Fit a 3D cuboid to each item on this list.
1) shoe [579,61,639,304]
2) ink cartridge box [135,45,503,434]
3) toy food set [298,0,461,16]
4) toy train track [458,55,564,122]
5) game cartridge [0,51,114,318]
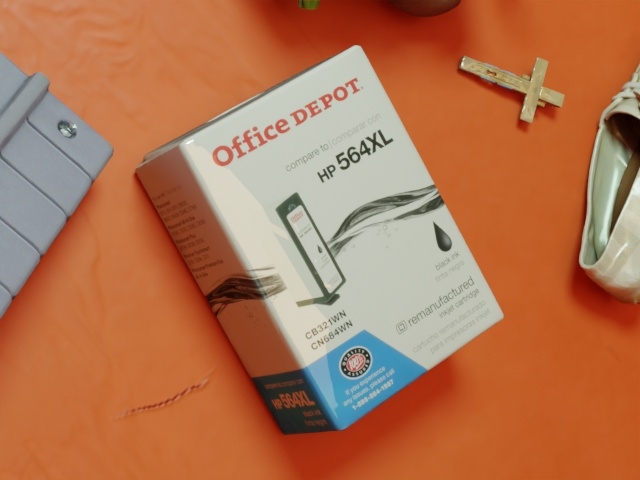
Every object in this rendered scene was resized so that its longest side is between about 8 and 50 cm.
[{"bbox_3d":[0.236,-0.064,1.067,0.058,0.076,0.219,22,75,-27],"label":"shoe"},{"bbox_3d":[0.000,0.000,0.937,0.148,0.086,0.203,-32,97,-26],"label":"ink cartridge box"},{"bbox_3d":[0.058,-0.184,0.982,0.218,0.128,0.071,-6,106,-31],"label":"toy food set"},{"bbox_3d":[0.137,-0.114,1.062,0.083,0.014,0.048,19,81,-16],"label":"toy train track"},{"bbox_3d":[-0.290,-0.094,0.773,0.355,0.068,0.230,42,34,-15],"label":"game cartridge"}]
